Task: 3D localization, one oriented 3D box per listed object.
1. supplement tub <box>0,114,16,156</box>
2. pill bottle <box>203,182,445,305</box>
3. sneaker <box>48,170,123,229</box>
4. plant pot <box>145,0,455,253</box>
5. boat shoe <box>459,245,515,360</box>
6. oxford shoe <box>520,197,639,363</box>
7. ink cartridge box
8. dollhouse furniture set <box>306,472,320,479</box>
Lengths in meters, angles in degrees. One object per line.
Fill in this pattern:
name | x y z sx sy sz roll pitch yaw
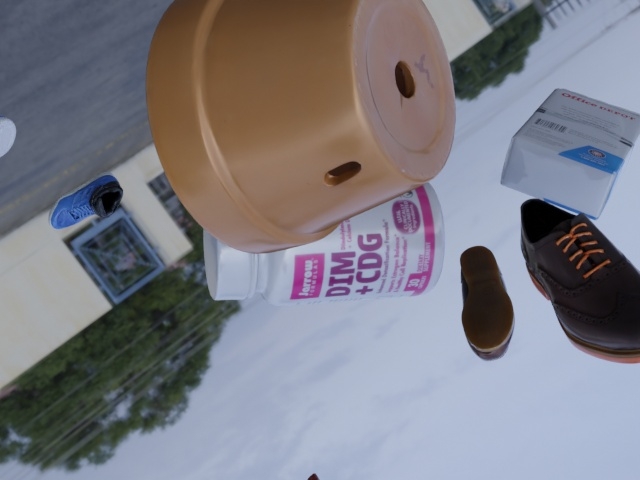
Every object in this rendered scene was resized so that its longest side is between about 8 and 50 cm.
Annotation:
supplement tub | -0.547 -0.181 1.311 0.071 0.107 0.071 -60 168 -21
pill bottle | 0.000 0.000 1.050 0.283 0.160 0.160 -3 177 -15
sneaker | -0.440 -0.063 1.558 0.152 0.058 0.084 -37 -139 -11
plant pot | 0.001 -0.141 0.827 0.203 0.291 0.291 -8 -159 36
boat shoe | 0.237 0.097 1.170 0.073 0.073 0.207 -7 -142 13
oxford shoe | 0.269 0.035 0.849 0.097 0.098 0.271 -30 -157 -1
ink cartridge box | 0.349 -0.124 1.130 0.190 0.139 0.082 -42 149 -48
dollhouse furniture set | -0.004 0.590 1.328 0.201 0.374 0.152 -9 141 -49
